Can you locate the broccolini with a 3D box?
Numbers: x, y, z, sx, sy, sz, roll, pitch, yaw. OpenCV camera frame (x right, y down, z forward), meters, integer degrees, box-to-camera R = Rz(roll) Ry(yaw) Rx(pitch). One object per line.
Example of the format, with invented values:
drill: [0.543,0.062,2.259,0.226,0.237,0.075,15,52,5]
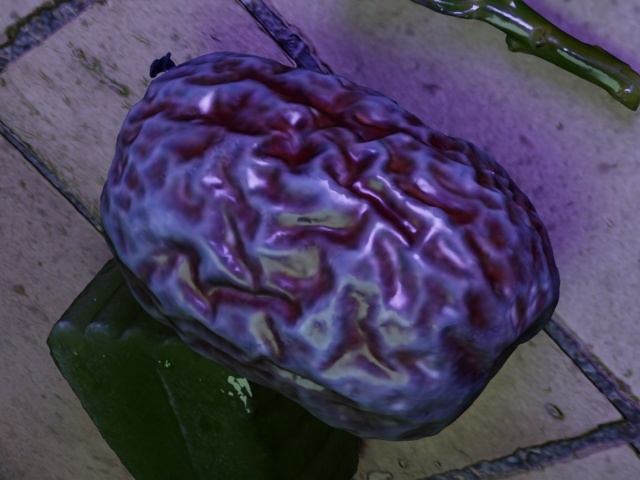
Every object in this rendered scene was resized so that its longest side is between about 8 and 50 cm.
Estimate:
broccolini: [0.105,-0.140,1.147,0.216,0.067,0.058,32,-179,4]

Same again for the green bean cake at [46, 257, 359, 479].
green bean cake: [-0.088,0.137,1.545,0.222,0.125,0.248,9,134,33]

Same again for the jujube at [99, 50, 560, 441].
jujube: [0.000,0.000,1.263,0.317,0.226,0.226,31,143,13]
